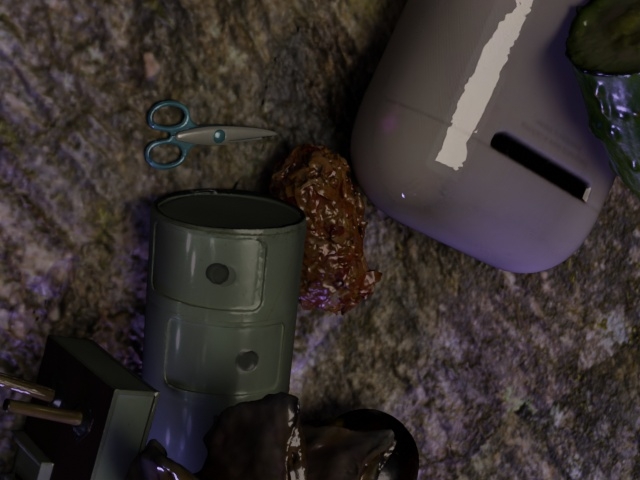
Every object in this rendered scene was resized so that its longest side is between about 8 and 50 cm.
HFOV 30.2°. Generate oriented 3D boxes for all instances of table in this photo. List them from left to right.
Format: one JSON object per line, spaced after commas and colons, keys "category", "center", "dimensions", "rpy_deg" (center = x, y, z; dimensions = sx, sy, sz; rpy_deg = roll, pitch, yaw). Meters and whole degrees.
{"category": "table", "center": [-0.228, 0.204, 0.920], "dimensions": [0.111, 0.122, 0.240], "rpy_deg": [10, 99, -39]}
{"category": "table", "center": [-0.084, 0.078, 0.982], "dimensions": [0.126, 0.126, 0.219], "rpy_deg": [-5, 110, -36]}

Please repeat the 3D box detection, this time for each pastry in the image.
{"category": "pastry", "center": [-0.003, 0.000, 1.044], "dimensions": [0.063, 0.087, 0.169], "rpy_deg": [-71, 149, -59]}

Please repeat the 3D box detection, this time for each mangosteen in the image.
{"category": "mangosteen", "center": [0.024, 0.217, 1.126], "dimensions": [0.140, 0.140, 0.140], "rpy_deg": [-13, 113, -33]}

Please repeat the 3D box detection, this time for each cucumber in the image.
{"category": "cucumber", "center": [0.303, -0.101, 1.034], "dimensions": [0.134, 0.134, 0.244], "rpy_deg": [-42, 129, -18]}

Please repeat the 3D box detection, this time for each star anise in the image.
{"category": "star anise", "center": [-0.077, 0.251, 0.906], "dimensions": [0.332, 0.118, 0.331], "rpy_deg": [-18, 121, -32]}

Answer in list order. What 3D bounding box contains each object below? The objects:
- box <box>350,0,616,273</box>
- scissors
{"category": "box", "center": [0.188, -0.154, 1.094], "dimensions": [0.289, 0.141, 0.349], "rpy_deg": [24, 91, -41]}
{"category": "scissors", "center": [-0.090, -0.089, 0.990], "dimensions": [0.119, 0.014, 0.058], "rpy_deg": [-5, 110, -32]}
